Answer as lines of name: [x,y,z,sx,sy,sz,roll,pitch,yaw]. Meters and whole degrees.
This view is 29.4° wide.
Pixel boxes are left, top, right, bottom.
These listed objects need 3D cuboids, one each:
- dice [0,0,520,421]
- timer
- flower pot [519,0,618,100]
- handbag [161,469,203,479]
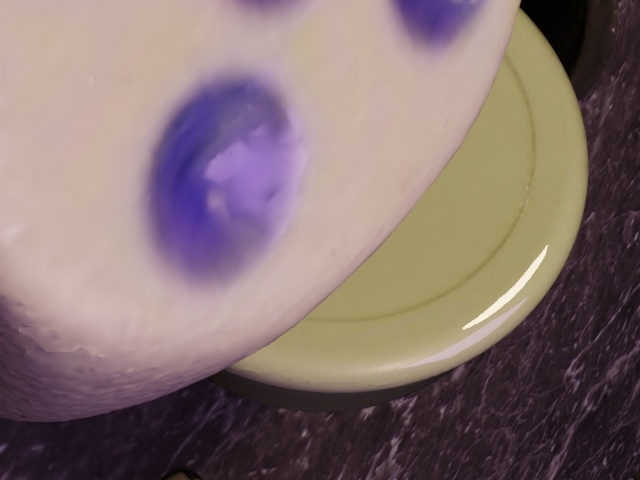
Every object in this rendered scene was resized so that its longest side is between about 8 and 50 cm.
dice: [-0.110,-0.135,0.461,0.304,0.277,0.304,-51,136,-27]
timer: [0.000,0.000,0.811,0.291,0.291,0.315,-49,167,-19]
flower pot: [0.099,-0.200,0.832,0.235,0.235,0.148,84,26,-43]
handbag: [-0.031,0.395,0.973,0.162,0.325,0.327,-35,138,-30]
